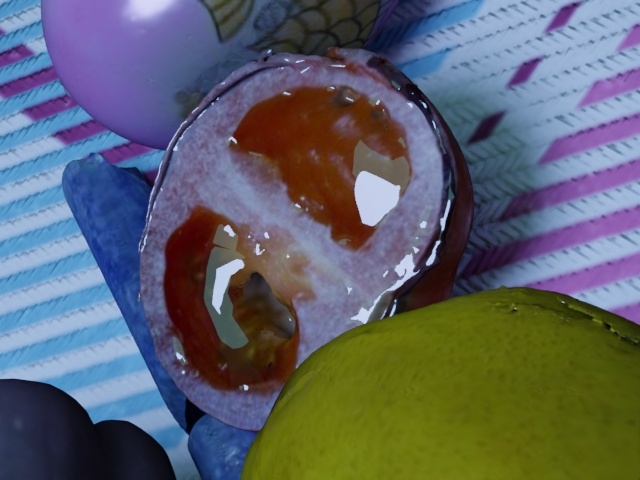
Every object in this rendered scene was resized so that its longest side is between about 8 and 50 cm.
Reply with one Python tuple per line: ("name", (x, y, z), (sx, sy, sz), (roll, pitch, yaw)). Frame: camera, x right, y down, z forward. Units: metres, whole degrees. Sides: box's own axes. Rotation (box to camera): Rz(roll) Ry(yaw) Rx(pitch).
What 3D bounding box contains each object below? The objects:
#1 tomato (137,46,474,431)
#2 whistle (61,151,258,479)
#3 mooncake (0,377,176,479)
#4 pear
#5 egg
("tomato", (0.000, 0.000, 1.085), (0.199, 0.112, 0.228), (40, 102, 28))
("whistle", (-0.089, 0.059, 1.159), (0.062, 0.062, 0.304), (-40, 53, 12))
("mooncake", (-0.226, 0.199, 1.052), (0.306, 0.306, 0.154), (-22, 53, 24))
("pear", (0.099, 0.187, 0.835), (0.285, 0.285, 0.336), (-27, 51, 21))
("egg", (-0.053, -0.176, 1.154), (0.271, 0.196, 0.196), (-50, 51, 10))
